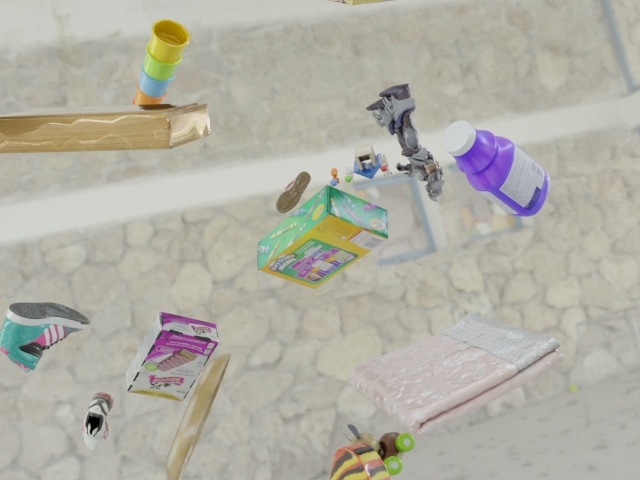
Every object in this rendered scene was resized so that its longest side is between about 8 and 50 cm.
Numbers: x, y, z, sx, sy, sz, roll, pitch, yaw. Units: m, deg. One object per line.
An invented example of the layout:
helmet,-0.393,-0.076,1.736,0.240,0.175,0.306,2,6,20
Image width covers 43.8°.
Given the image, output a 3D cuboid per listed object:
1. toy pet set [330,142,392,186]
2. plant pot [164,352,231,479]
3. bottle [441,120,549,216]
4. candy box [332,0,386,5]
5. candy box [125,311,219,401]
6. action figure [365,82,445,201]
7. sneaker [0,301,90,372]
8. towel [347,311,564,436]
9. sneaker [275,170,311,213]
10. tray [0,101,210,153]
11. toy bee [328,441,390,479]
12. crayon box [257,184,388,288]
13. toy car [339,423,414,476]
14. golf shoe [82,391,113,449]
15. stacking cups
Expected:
toy pet set,0.089,-0.141,1.657,0.122,0.065,0.114,-14,38,14
plant pot,-0.207,0.293,1.327,0.032,0.236,0.236,23,-9,-1
bottle,0.350,-0.146,1.591,0.282,0.118,0.092,27,-12,-39
candy box,0.080,-0.513,1.601,0.109,0.053,0.186,22,29,32
candy box,-0.380,0.300,2.027,0.159,0.071,0.233,16,-57,-27
action figure,0.214,-0.217,1.870,0.099,0.285,0.185,-23,-8,-11
sneaker,-0.769,0.273,2.182,0.123,0.179,0.295,31,6,24
towel,0.238,0.235,1.487,0.316,0.054,0.332,-24,10,-13
sneaker,-0.067,-0.097,1.766,0.118,0.042,0.067,-53,6,-26
tray,-0.452,-0.228,1.597,0.410,0.076,0.203,1,15,14
toy bee,0.056,0.471,1.223,0.162,0.299,0.195,30,39,34
crayon box,0.000,0.000,1.771,0.165,0.081,0.278,21,-38,-30
toy car,0.143,0.577,2.262,0.149,0.188,0.155,-55,1,-29
golf shoe,-0.586,0.479,2.049,0.067,0.186,0.086,18,32,1
stacking cups,-0.413,-0.411,2.006,0.096,0.096,0.316,-10,-26,-31
